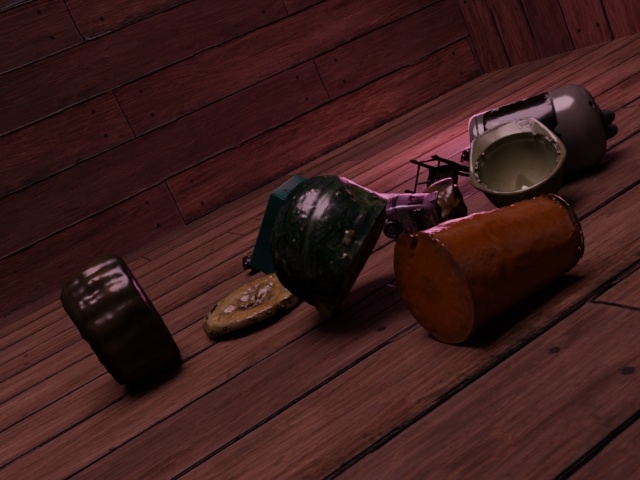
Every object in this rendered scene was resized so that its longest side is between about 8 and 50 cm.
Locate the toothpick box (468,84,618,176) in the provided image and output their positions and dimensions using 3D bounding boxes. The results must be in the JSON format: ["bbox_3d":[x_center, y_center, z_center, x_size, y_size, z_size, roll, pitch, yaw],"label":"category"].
[{"bbox_3d":[0.535,-0.238,1.680,0.316,0.229,0.229,-17,15,23],"label":"toothpick box"}]

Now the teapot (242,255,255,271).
[{"bbox_3d":[-0.194,0.069,2.080,0.068,0.045,0.100,12,13,29],"label":"teapot"}]

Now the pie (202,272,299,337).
[{"bbox_3d":[-0.158,0.148,1.684,0.274,0.055,0.274,-24,13,6],"label":"pie"}]

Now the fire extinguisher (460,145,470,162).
[{"bbox_3d":[0.496,-0.285,2.256,0.157,0.045,0.078,-31,-13,-22],"label":"fire extinguisher"}]

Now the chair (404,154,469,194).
[{"bbox_3d":[0.358,-0.161,1.954,0.229,0.113,0.106,12,-7,-31],"label":"chair"}]

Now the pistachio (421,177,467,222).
[{"bbox_3d":[0.274,-0.064,1.625,0.165,0.131,0.210,-63,5,15],"label":"pistachio"}]

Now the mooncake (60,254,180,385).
[{"bbox_3d":[-0.444,0.180,1.568,0.161,0.290,0.290,-33,15,-14],"label":"mooncake"}]

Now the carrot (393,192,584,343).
[{"bbox_3d":[0.271,0.030,1.145,0.254,0.195,0.196,-23,12,-24],"label":"carrot"}]

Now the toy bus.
[{"bbox_3d":[0.190,0.009,1.305,0.108,0.198,0.096,-17,16,18],"label":"toy bus"}]

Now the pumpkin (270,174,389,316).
[{"bbox_3d":[0.000,0.000,1.413,0.293,0.197,0.263,96,-159,-65],"label":"pumpkin"}]

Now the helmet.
[{"bbox_3d":[0.437,-0.136,1.539,0.204,0.137,0.257,-19,38,16],"label":"helmet"}]

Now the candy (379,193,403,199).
[{"bbox_3d":[0.181,-0.128,2.212,0.136,0.038,0.088,-4,10,39],"label":"candy"}]

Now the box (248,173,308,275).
[{"bbox_3d":[-0.093,-0.037,1.904,0.153,0.092,0.244,-45,-20,-56],"label":"box"}]

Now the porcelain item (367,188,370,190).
[{"bbox_3d":[0.033,-0.093,2.141,0.259,0.141,0.141,-6,20,27],"label":"porcelain item"}]

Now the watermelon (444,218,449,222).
[{"bbox_3d":[0.219,0.005,1.453,0.133,0.105,0.105,-43,12,4],"label":"watermelon"}]
